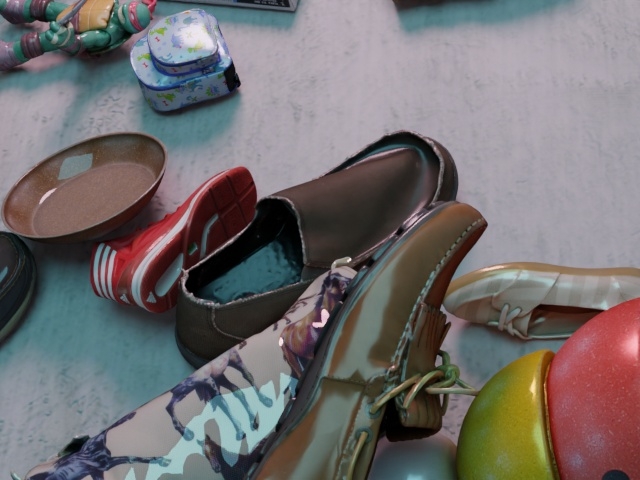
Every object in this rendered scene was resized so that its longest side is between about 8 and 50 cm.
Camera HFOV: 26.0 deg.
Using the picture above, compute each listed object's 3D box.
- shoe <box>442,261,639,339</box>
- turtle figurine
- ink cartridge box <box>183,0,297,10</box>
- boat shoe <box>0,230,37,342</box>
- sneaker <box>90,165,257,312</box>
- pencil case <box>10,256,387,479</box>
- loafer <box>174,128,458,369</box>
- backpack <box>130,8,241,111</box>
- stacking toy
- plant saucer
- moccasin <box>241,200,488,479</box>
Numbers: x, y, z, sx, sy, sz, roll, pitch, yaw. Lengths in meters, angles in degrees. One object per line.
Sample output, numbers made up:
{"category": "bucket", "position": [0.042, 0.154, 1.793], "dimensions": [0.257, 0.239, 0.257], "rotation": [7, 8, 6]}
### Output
{"category": "shoe", "position": [0.233, 0.065, 1.415], "dimensions": [0.219, 0.076, 0.058], "rotation": [-2, 53, 5]}
{"category": "turtle figurine", "position": [-0.293, -0.274, 1.688], "dimensions": [0.234, 0.118, 0.175], "rotation": [-8, 41, 22]}
{"category": "ink cartridge box", "position": [-0.110, -0.390, 1.774], "dimensions": [0.206, 0.045, 0.208], "rotation": [7, 58, 13]}
{"category": "boat shoe", "position": [-0.467, 0.095, 1.472], "dimensions": [0.355, 0.130, 0.132], "rotation": [-34, 59, -12]}
{"category": "sneaker", "position": [-0.173, -0.013, 1.523], "dimensions": [0.128, 0.087, 0.221], "rotation": [7, 37, 34]}
{"category": "pencil case", "position": [-0.094, 0.187, 1.341], "dimensions": [0.410, 0.160, 0.183], "rotation": [-34, 72, -12]}
{"category": "loafer", "position": [0.000, 0.000, 1.459], "dimensions": [0.366, 0.130, 0.134], "rotation": [-40, 61, -16]}
{"category": "backpack", "position": [-0.166, -0.216, 1.649], "dimensions": [0.114, 0.084, 0.105], "rotation": [-21, 55, -1]}
{"category": "stacking toy", "position": [0.248, 0.203, 1.246], "dimensions": [0.480, 0.350, 0.350], "rotation": [-17, 55, 20]}
{"category": "plant saucer", "position": [-0.260, -0.053, 1.558], "dimensions": [0.199, 0.036, 0.198], "rotation": [-14, 35, 10]}
{"category": "moccasin", "position": [0.053, 0.138, 1.199], "dimensions": [0.147, 0.139, 0.380], "rotation": [26, 69, 10]}
